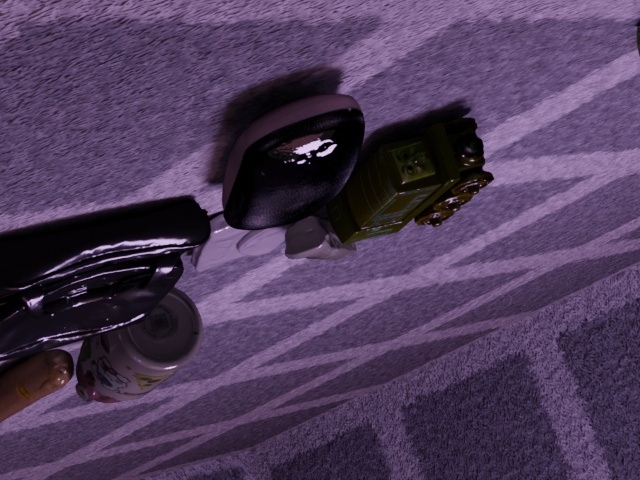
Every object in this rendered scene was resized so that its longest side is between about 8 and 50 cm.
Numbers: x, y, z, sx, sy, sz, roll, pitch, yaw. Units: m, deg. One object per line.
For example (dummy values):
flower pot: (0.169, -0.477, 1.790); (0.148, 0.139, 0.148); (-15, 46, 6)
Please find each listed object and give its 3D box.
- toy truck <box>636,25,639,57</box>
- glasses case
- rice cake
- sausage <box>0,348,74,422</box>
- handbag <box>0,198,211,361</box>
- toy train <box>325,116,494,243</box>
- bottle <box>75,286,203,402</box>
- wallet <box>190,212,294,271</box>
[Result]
toy truck: (0.422, -0.212, 1.893); (0.191, 0.085, 0.116); (-13, 176, -19)
glasses case: (-0.031, -0.073, 1.774); (0.122, 0.075, 0.314); (-16, 168, -11)
rice cake: (0.000, 0.000, 2.165); (0.057, 0.052, 0.256); (-33, 174, 8)
sausage: (-0.437, 0.217, 2.475); (0.066, 0.065, 0.301); (-8, 164, -47)
handbag: (-0.271, 0.047, 1.925); (0.275, 0.088, 0.244); (-11, 162, -33)
toy train: (0.101, -0.067, 2.012); (0.137, 0.090, 0.225); (-12, 167, -21)
bottle: (-0.249, 0.147, 2.331); (0.120, 0.120, 0.253); (-14, 166, -30)
wallet: (-0.089, -0.006, 2.110); (0.124, 0.032, 0.183); (-16, 169, -14)
